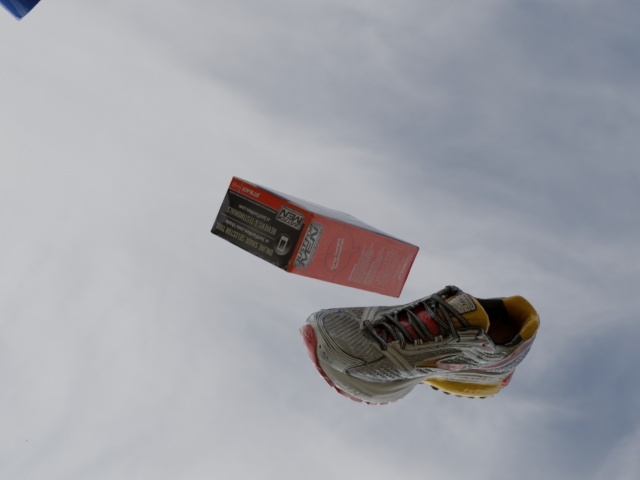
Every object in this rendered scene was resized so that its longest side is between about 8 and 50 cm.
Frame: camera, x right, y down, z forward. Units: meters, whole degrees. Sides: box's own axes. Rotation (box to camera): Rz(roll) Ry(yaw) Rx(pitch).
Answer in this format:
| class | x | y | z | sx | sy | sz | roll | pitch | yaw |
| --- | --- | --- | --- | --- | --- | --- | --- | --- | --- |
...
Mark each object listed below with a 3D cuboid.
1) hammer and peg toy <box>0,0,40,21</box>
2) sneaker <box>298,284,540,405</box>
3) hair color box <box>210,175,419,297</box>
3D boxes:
| class | x | y | z | sx | sy | sz | roll | pitch | yaw |
| --- | --- | --- | --- | --- | --- | --- | --- | --- | --- |
| hammer and peg toy | -0.176 | -0.239 | 0.653 | 0.361 | 0.266 | 0.127 | -42 | -71 | 8 |
| sneaker | 0.083 | 0.072 | 0.867 | 0.225 | 0.092 | 0.088 | 1 | -134 | -34 |
| hair color box | 0.000 | 0.000 | 0.720 | 0.072 | 0.141 | 0.043 | 26 | -84 | 34 |
